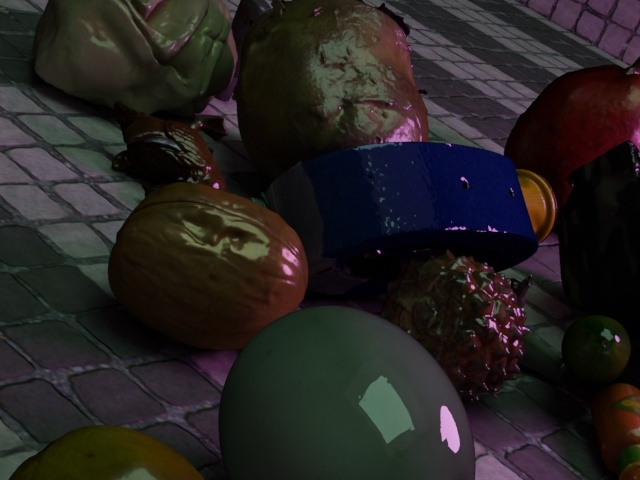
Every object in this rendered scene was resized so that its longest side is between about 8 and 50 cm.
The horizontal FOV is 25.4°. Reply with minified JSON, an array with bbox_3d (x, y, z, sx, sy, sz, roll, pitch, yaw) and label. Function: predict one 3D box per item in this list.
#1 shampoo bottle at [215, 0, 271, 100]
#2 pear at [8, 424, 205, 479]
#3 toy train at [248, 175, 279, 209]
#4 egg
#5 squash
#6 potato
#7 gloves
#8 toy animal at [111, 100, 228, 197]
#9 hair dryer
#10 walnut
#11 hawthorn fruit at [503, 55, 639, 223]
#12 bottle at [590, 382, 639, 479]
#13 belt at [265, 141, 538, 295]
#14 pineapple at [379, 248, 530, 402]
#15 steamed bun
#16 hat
[{"bbox_3d":[-0.124,-0.292,2.163,0.040,0.165,0.080,11,26,-32],"label":"shampoo bottle"},{"bbox_3d":[-0.149,0.202,0.991,0.162,0.148,0.149,29,21,28],"label":"pear"},{"bbox_3d":[0.000,-0.001,1.736,0.200,0.083,0.132,10,36,-32],"label":"toy train"},{"bbox_3d":[0.020,0.165,1.176,0.203,0.202,0.282,15,20,-22],"label":"egg"},{"bbox_3d":[0.329,0.132,1.688,0.082,0.082,0.292,30,1,14],"label":"squash"},{"bbox_3d":[-0.002,-0.161,1.896,0.289,0.300,0.237,-2,30,22],"label":"potato"},{"bbox_3d":[0.216,-0.035,1.970,0.294,0.116,0.133,-7,71,-56],"label":"gloves"},{"bbox_3d":[-0.202,-0.103,1.761,0.188,0.089,0.179,32,37,7],"label":"toy animal"},{"bbox_3d":[0.245,0.100,1.665,0.167,0.067,0.199,37,-25,-16],"label":"hair dryer"},{"bbox_3d":[-0.112,0.028,1.431,0.197,0.165,0.165,20,21,-10],"label":"walnut"},{"bbox_3d":[0.442,-0.158,2.259,0.265,0.307,0.265,26,15,-8],"label":"hawthorn fruit"},{"bbox_3d":[0.341,0.227,1.561,0.069,0.069,0.187,22,23,-6],"label":"bottle"},{"bbox_3d":[0.097,-0.022,1.609,0.347,0.212,0.117,2,69,-45],"label":"belt"},{"bbox_3d":[0.156,0.098,1.547,0.166,0.166,0.193,38,8,32],"label":"pineapple"},{"bbox_3d":[-0.241,-0.296,1.996,0.289,0.203,0.276,17,22,-21],"label":"steamed bun"},{"bbox_3d":[0.425,0.088,1.818,0.366,0.257,0.381,51,32,-25],"label":"hat"}]
